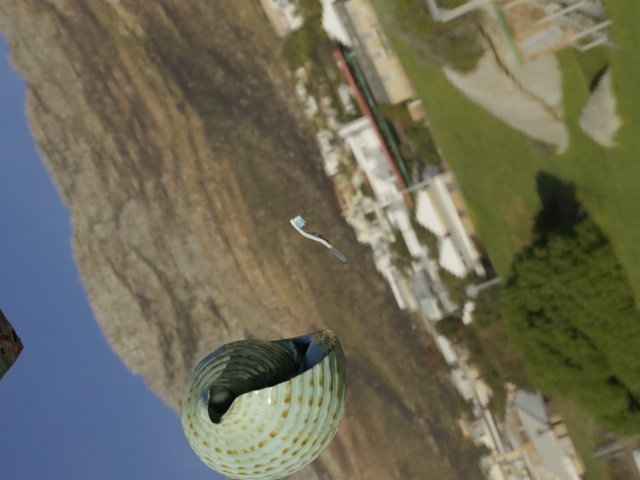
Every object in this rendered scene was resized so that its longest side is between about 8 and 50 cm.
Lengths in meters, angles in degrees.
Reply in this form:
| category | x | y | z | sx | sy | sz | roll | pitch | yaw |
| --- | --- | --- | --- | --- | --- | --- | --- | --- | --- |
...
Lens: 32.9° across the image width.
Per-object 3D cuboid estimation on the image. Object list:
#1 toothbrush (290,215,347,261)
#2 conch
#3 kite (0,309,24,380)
| category | x | y | z | sx | sy | sz | roll | pitch | yaw |
| --- | --- | --- | --- | --- | --- | --- | --- | --- | --- |
| toothbrush | 0.000 | 0.000 | 1.126 | 0.011 | 0.013 | 0.131 | 62 | -168 | 28 |
| conch | -0.053 | 0.168 | 1.041 | 0.200 | 0.172 | 0.131 | -63 | -39 | -72 |
| kite | -0.366 | 0.099 | 1.174 | 0.152 | 0.005 | 0.137 | 41 | -145 | -65 |
